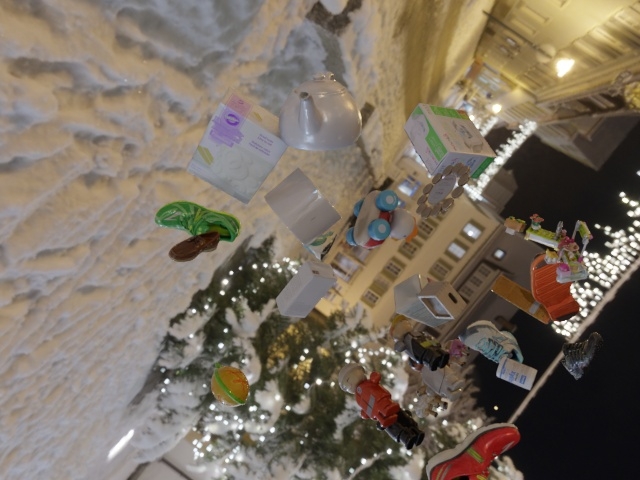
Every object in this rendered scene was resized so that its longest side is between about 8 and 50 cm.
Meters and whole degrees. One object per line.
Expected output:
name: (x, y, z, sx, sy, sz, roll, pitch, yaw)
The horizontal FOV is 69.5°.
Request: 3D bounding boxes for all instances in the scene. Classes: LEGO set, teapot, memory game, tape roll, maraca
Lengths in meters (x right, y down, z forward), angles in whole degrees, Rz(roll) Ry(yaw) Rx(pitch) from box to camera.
LEGO set: (0.608, -0.014, 1.200, 0.287, 0.132, 0.107, -110, -166, -54)
teapot: (-0.001, -0.372, 1.292, 0.253, 0.256, 0.187, -17, 121, -27)
memory game: (0.327, -0.133, 1.238, 0.186, 0.012, 0.186, -46, -160, 23)
tape roll: (-0.063, -0.121, 1.672, 0.169, 0.246, 0.246, -41, 177, 2)
maraca: (-0.264, 0.413, 1.338, 0.099, 0.127, 0.186, -41, -165, -8)

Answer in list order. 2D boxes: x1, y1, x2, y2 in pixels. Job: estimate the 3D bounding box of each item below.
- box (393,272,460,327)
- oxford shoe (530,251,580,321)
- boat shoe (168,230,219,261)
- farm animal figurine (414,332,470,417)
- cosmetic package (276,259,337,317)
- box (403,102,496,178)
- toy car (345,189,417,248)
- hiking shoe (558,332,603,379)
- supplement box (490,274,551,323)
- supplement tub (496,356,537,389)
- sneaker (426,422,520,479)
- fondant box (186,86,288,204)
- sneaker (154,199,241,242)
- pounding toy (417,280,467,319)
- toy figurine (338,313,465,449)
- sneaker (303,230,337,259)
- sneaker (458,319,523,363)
box: (0.437, 0.250, 1.904, 0.149, 0.232, 0.126, -37, -140, 39)
oxford shoe: (0.748, 0.136, 1.525, 0.130, 0.363, 0.132, -27, -138, 14)
boat shoe: (-0.366, 0.010, 1.350, 0.178, 0.064, 0.060, -26, 155, -52)
farm animal figurine: (0.498, 0.567, 1.989, 0.330, 0.172, 0.326, 4, 98, -53)
cosmetic package: (-0.054, 0.181, 1.693, 0.117, 0.085, 0.231, 15, 125, -38)
box: (0.468, -0.362, 1.694, 0.231, 0.261, 0.126, 1, 143, -28)
toy car: (0.253, -0.049, 1.663, 0.219, 0.238, 0.210, -18, -127, 68)
hiking shoe: (0.962, 0.416, 1.720, 0.086, 0.114, 0.226, -21, 133, -31)
supplement box: (0.770, 0.221, 1.753, 0.080, 0.233, 0.078, -60, 158, 6)
supplement tub: (0.625, 0.423, 1.472, 0.071, 0.107, 0.071, -33, 132, -46)
sneaker: (0.422, 0.596, 1.226, 0.279, 0.107, 0.118, -35, -153, 5)
fondant box: (-0.266, -0.294, 1.500, 0.330, 0.238, 0.096, -46, -159, 43)
sneaker: (-0.423, -0.060, 1.598, 0.123, 0.296, 0.109, -99, -159, -58)
pounding toy: (0.425, 0.205, 1.575, 0.100, 0.141, 0.130, -45, -171, -20)
toy figurine: (0.163, 0.281, 0.927, 0.209, 0.213, 0.148, -46, -139, -9)
sneaker: (0.000, 0.000, 2.034, 0.107, 0.110, 0.275, -63, 173, 15)
sneaker: (0.608, 0.365, 1.610, 0.110, 0.283, 0.122, -57, -150, 26)
